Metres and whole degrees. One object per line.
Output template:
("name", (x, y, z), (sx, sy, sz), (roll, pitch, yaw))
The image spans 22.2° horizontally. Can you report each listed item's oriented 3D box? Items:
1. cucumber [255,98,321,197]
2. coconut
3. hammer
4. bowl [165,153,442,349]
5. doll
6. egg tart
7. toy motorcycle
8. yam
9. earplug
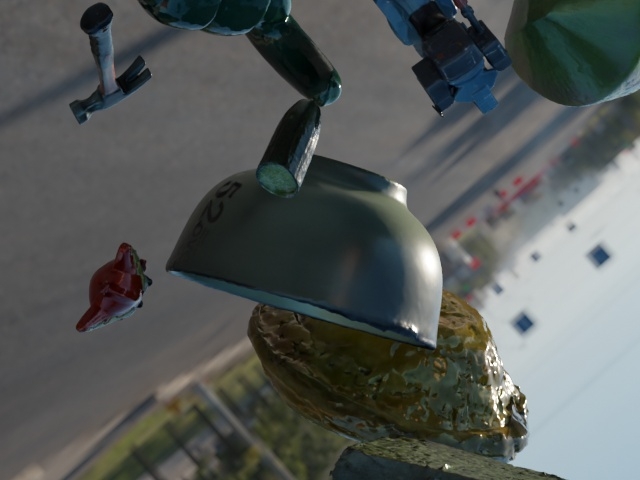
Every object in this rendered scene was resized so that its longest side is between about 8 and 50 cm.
("cucumber", (-0.028, -0.097, 1.634), (0.048, 0.048, 0.105), (-47, -161, 58))
("coconut", (0.318, -0.264, 1.921), (0.236, 0.205, 0.236), (-24, 167, -6))
("hammer", (-0.263, -0.219, 1.984), (0.111, 0.033, 0.288), (-31, 170, -10))
("bowl", (0.000, 0.000, 2.023), (0.354, 0.353, 0.185), (85, 21, -86))
("doll", (-0.226, 0.054, 1.834), (0.109, 0.057, 0.169), (-61, 179, 1))
("egg tart", (0.113, 0.155, 2.340), (0.178, 0.443, 0.443), (-68, 167, 19))
("toy motorcycle", (0.119, -0.261, 1.874), (0.123, 0.272, 0.182), (-35, 140, 5))
("yam", (0.151, 0.298, 1.536), (0.271, 0.201, 0.202), (2, 180, 25))
("earplug", (-0.112, -0.282, 1.968), (0.280, 0.257, 0.164), (-6, -178, -43))
